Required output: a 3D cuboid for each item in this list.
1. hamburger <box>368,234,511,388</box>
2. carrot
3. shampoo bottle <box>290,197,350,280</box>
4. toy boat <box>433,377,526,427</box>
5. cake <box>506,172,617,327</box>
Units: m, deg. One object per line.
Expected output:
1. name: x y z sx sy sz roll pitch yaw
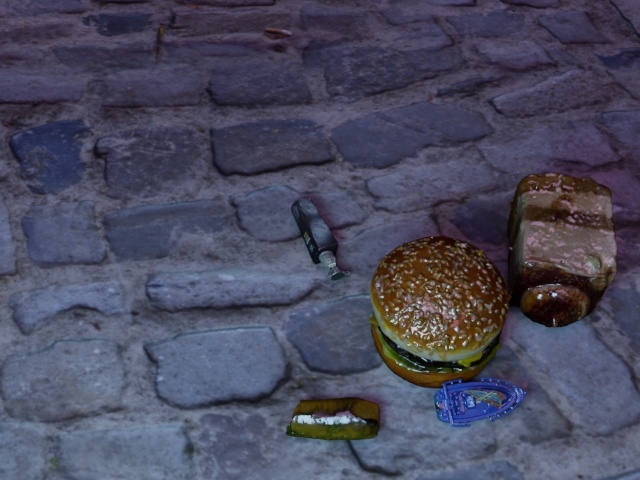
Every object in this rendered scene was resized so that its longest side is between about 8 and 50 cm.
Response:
1. hamburger: 0.228 0.133 1.548 0.291 0.225 0.291 1 53 -1
2. carrot: 0.024 0.332 1.495 0.173 0.082 0.082 3 55 2
3. shampoo bottle: 0.000 -0.001 1.746 0.063 0.057 0.207 -15 57 -19
4. toy boat: 0.306 0.297 1.495 0.175 0.110 0.091 -6 73 -9
5. cake: 0.481 0.031 1.635 0.196 0.198 0.293 9 57 4
